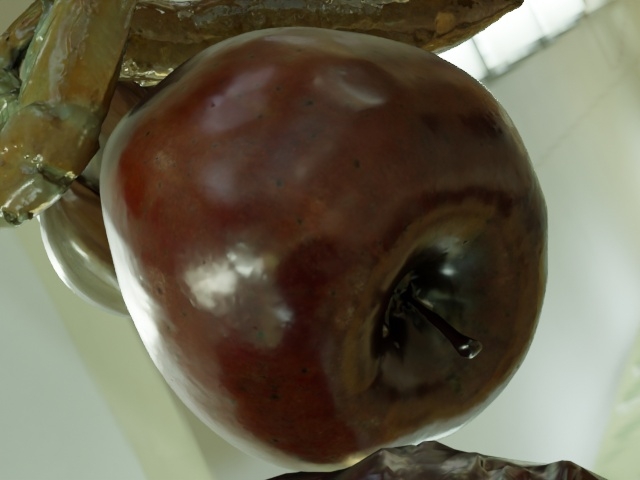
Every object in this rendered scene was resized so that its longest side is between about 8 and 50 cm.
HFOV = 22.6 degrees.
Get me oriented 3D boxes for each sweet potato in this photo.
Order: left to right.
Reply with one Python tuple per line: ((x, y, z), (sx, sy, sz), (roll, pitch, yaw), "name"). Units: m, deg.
((-0.012, -0.123, 0.955), (0.067, 0.281, 0.059), (-165, 73, -87), "sweet potato")

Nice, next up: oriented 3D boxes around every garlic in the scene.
((-0.148, -0.041, 1.237), (0.191, 0.160, 0.214), (34, -115, -11), "garlic")

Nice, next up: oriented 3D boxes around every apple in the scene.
((0.001, 0.002, 0.793), (0.234, 0.234, 0.234), (51, -156, -33), "apple")

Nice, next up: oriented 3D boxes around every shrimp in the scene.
((-0.125, -0.088, 0.761), (0.041, 0.099, 0.180), (29, -97, -44), "shrimp")

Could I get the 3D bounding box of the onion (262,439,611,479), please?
((0.032, 0.157, 0.445), (0.252, 0.252, 0.219), (55, -156, -23), "onion")
